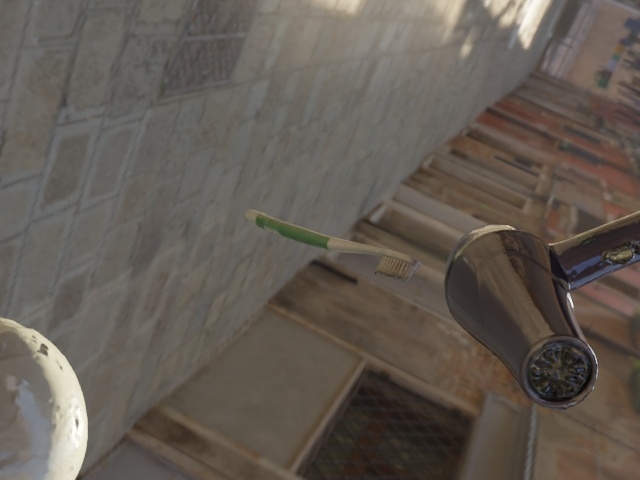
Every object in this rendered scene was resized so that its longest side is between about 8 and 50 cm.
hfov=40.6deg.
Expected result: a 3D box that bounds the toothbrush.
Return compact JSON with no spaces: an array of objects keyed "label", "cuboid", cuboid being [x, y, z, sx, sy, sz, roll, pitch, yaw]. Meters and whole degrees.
[{"label":"toothbrush","cuboid":[0.000,0.000,0.785,0.018,0.257,0.024,37,80,-36]}]

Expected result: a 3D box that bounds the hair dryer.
[{"label":"hair dryer","cuboid":[0.294,0.013,0.796,0.361,0.121,0.301,-24,-165,6]}]

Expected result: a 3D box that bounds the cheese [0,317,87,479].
[{"label":"cheese","cuboid":[-0.291,0.152,0.713,0.189,0.198,0.154,-14,150,-13]}]
